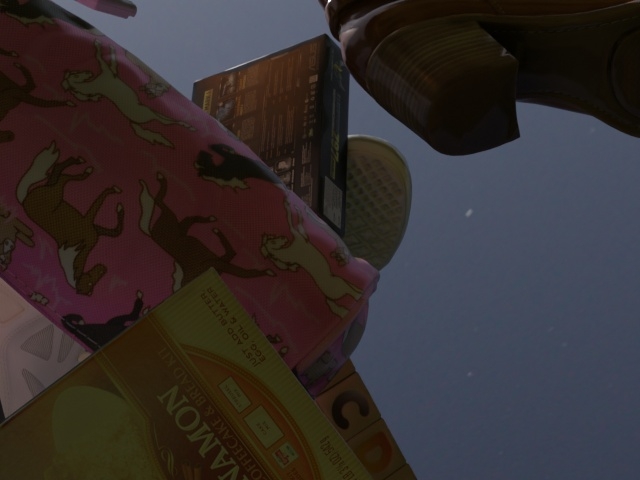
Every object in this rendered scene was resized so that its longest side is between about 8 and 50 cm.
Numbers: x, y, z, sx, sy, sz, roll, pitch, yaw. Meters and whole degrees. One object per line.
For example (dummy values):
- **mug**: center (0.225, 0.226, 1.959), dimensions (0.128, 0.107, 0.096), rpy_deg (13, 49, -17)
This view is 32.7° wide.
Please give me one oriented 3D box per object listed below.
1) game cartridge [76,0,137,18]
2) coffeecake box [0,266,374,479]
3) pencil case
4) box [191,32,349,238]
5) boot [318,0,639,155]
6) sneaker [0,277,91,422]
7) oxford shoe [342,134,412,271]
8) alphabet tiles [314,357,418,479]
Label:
- **game cartridge**: center (-0.190, -0.198, 0.853), dimensions (0.083, 0.017, 0.056), rpy_deg (30, -162, 25)
- **coffeecake box**: center (-0.081, 0.124, 0.489), dimensions (0.185, 0.068, 0.142), rpy_deg (-37, -88, -8)
- **pencil case**: center (-0.148, -0.027, 0.702), dimensions (0.386, 0.160, 0.167), rpy_deg (41, -144, 4)
- **box**: center (-0.061, -0.091, 1.165), dimensions (0.059, 0.183, 0.233), rpy_deg (41, -138, -47)
- **boot**: center (0.102, -0.114, 0.537), dimensions (0.197, 0.073, 0.152), rpy_deg (-10, -142, -19)
- **sneaker**: center (-0.253, 0.154, 1.018), dimensions (0.169, 0.448, 0.257), rpy_deg (21, -131, 29)
- **oxford shoe**: center (0.000, 0.000, 1.342), dimensions (0.169, 0.449, 0.130), rpy_deg (18, -124, -2)
- **alphabet tiles**: center (-0.034, 0.175, 0.767), dimensions (0.198, 0.009, 0.237), rpy_deg (-30, -86, -23)
